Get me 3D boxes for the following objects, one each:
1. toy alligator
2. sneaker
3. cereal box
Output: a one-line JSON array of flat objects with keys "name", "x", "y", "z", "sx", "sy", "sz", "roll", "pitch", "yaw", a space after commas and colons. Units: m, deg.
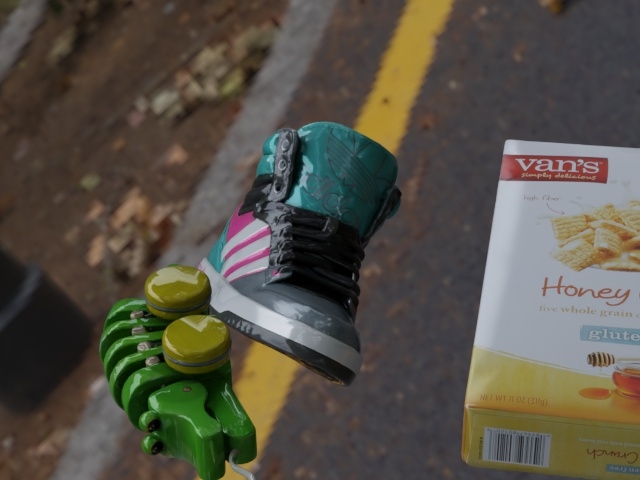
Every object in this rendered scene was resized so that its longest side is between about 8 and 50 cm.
[{"name": "toy alligator", "x": -0.059, "y": 0.067, "z": 0.776, "sx": 0.051, "sy": 0.056, "sz": 0.190, "roll": -10, "pitch": 34, "yaw": -11}, {"name": "sneaker", "x": 0.000, "y": 0.000, "z": 1.465, "sx": 0.178, "sy": 0.123, "sz": 0.295, "roll": -60, "pitch": 20, "yaw": 2}, {"name": "cereal box", "x": 0.172, "y": 0.033, "z": 1.003, "sx": 0.173, "sy": 0.047, "sz": 0.240, "roll": 4, "pitch": 38, "yaw": 8}]
